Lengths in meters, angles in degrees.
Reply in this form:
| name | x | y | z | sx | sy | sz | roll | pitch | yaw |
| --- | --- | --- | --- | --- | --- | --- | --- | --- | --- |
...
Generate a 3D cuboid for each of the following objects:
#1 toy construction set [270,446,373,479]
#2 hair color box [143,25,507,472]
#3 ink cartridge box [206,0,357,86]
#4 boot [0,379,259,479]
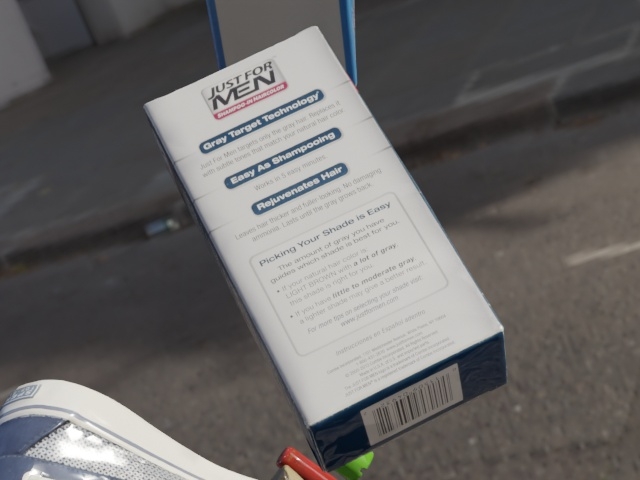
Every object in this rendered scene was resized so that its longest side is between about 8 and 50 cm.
| name | x | y | z | sx | sy | sz | roll | pitch | yaw |
| --- | --- | --- | --- | --- | --- | --- | --- | --- | --- |
| toy construction set | 0.029 | 0.328 | 1.315 | 0.257 | 0.237 | 0.309 | -51 | 6 | 33 |
| hair color box | 0.000 | 0.000 | 1.271 | 0.174 | 0.105 | 0.347 | -25 | 59 | -6 |
| ink cartridge box | -0.050 | -0.404 | 1.791 | 0.166 | 0.285 | 0.395 | -4 | 45 | 3 |
| boot | -0.051 | 0.134 | 0.586 | 0.069 | 0.190 | 0.086 | -47 | 22 | 42 |
